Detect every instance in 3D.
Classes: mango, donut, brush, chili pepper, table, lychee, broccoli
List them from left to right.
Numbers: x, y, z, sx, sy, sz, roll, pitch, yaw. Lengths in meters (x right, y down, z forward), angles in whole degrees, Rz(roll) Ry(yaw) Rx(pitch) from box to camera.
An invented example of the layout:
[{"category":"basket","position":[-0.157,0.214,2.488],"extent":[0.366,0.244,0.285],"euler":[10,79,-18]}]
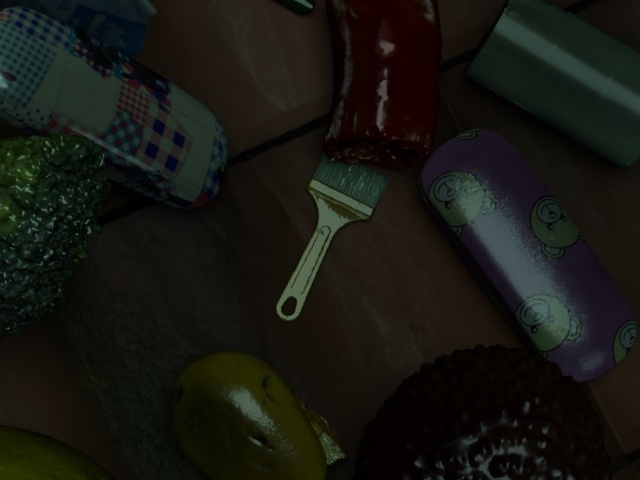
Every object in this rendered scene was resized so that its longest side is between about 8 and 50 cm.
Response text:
[{"category":"broccoli","position":[-0.372,-0.084,1.744],"extent":[0.353,0.275,0.397],"euler":[3,98,15]},{"category":"mango","position":[-0.075,0.204,1.891],"extent":[0.195,0.098,0.137],"euler":[38,103,11]},{"category":"donut","position":[-0.013,0.209,1.933],"extent":[0.038,0.067,0.083],"euler":[-42,112,9]},{"category":"brush","position":[0.000,0.000,2.006],"extent":[0.083,0.011,0.205],"euler":[27,76,-3]},{"category":"chili pepper","position":[0.072,-0.256,2.014],"extent":[0.135,0.131,0.338],"euler":[9,71,-24]},{"category":"lychee","position":[0.169,0.251,1.847],"extent":[0.276,0.275,0.304],"euler":[8,51,-7]},{"category":"table","position":[0.288,-0.188,2.032],"extent":[0.220,0.126,0.126],"euler":[30,75,-2]}]

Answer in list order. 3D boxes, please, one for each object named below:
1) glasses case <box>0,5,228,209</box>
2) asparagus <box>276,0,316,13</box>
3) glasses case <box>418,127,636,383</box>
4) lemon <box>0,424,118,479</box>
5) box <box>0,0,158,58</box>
[{"category":"glasses case","position":[-0.230,-0.138,1.900],"extent":[0.327,0.076,0.125],"euler":[28,57,-35]},{"category":"asparagus","position":[-0.055,-0.294,2.056],"extent":[0.108,0.021,0.025],"euler":[27,71,-2]},{"category":"glasses case","position":[0.234,0.016,2.004],"extent":[0.123,0.076,0.316],"euler":[-35,85,-14]},{"category":"lemon","position":[-0.318,0.318,1.751],"extent":[0.316,0.285,0.285],"euler":[2,77,4]},{"category":"box","position":[-0.320,-0.324,1.920],"extent":[0.291,0.262,0.206],"euler":[14,59,-14]}]
